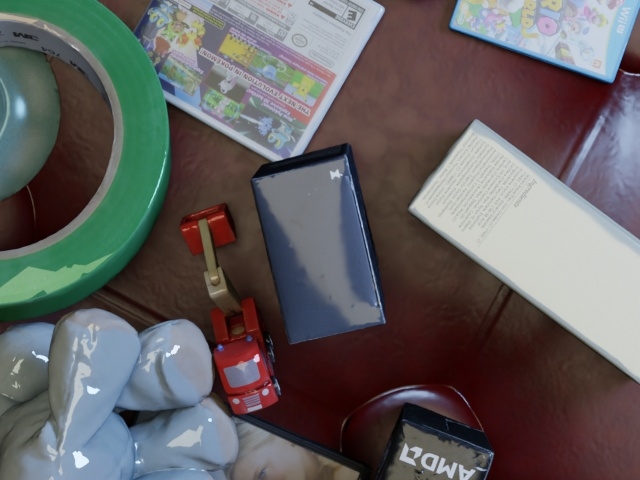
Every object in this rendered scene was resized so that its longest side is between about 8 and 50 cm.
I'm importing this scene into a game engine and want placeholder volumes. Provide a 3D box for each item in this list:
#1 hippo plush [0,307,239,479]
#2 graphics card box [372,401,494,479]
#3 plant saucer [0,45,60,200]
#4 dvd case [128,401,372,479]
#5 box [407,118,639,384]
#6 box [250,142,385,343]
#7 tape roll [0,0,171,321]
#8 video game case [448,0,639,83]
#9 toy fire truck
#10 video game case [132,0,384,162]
[{"bbox_3d":[-0.232,0.196,1.715,0.234,0.236,0.294,35,72,-33],"label":"hippo plush"},{"bbox_3d":[0.050,0.336,1.674,0.094,0.233,0.371,22,91,4],"label":"graphics card box"},{"bbox_3d":[-0.351,-0.128,1.805,0.195,0.037,0.195,0,89,4],"label":"plant saucer"},{"bbox_3d":[-0.090,0.249,1.739,0.253,0.022,0.180,20,90,28],"label":"dvd case"},{"bbox_3d":[0.220,0.010,1.740,0.275,0.094,0.113,38,91,3],"label":"box"},{"bbox_3d":[0.000,0.000,1.711,0.093,0.158,0.156,-13,96,3],"label":"box"},{"bbox_3d":[-0.299,-0.087,1.725,0.321,0.077,0.321,1,76,-2],"label":"tape roll"},{"bbox_3d":[0.220,-0.233,1.785,0.166,0.015,0.119,19,90,3],"label":"video game case"},{"bbox_3d":[-0.085,0.061,1.735,0.047,0.192,0.135,-19,116,3],"label":"toy fire truck"},{"bbox_3d":[-0.069,-0.194,1.798,0.201,0.023,0.183,30,90,2],"label":"video game case"}]
